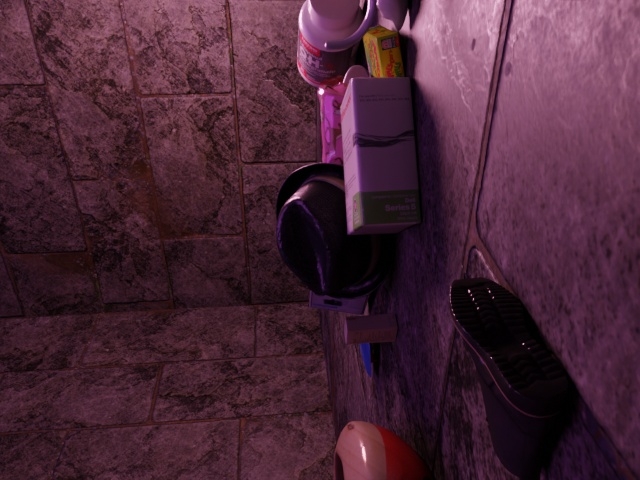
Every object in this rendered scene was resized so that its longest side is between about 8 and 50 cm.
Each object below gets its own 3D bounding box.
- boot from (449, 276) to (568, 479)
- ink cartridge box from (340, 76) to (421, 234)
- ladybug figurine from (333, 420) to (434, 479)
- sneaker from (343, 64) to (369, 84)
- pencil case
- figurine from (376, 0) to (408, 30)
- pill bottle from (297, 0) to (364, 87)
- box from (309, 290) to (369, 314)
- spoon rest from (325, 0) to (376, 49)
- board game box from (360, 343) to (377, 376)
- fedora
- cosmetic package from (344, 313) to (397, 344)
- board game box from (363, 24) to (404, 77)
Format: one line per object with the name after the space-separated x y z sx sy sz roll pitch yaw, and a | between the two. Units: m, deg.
0.185 0.144 0.603 0.198 0.077 0.137 -97 1 -58 | boot
0.110 -0.155 1.093 0.198 0.115 0.273 138 129 -84 | ink cartridge box
0.119 0.494 1.042 0.449 0.162 0.305 109 159 -80 | ladybug figurine
0.090 -0.339 1.477 0.121 0.079 0.217 -159 65 -84 | sneaker
0.071 -0.178 1.348 0.160 0.167 0.386 19 119 42 | pencil case
0.126 -0.508 0.981 0.209 0.092 0.215 75 -170 -73 | figurine
0.026 -0.571 1.553 0.318 0.176 0.176 105 162 -76 | pill bottle
0.056 0.101 1.529 0.290 0.169 0.087 98 -178 -61 | box
0.056 -0.455 0.921 0.137 0.084 0.276 -82 -4 -71 | spoon rest
0.138 0.293 1.556 0.133 0.033 0.169 -110 12 -59 | board game box
0.000 0.000 1.259 0.152 0.334 0.334 -33 -53 -55 | fedora
0.112 0.200 1.265 0.060 0.115 0.041 93 173 -48 | cosmetic package
0.125 -0.376 1.133 0.181 0.043 0.092 -101 -2 -64 | board game box
